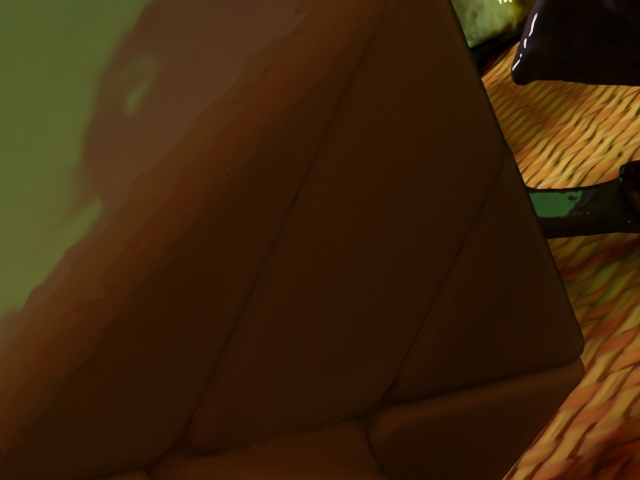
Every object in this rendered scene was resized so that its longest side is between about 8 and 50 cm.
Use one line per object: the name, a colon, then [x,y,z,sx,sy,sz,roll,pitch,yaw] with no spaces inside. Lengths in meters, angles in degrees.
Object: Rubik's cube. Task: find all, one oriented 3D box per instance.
Rubik's cube: [-0.120,0.022,0.573,0.368,0.358,0.387,-49,-29,-10]

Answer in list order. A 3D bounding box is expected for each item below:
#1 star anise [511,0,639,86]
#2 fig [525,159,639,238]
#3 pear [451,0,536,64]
star anise: [0.216,-0.163,0.867,0.315,0.108,0.315,-34,4,3]
fig: [0.000,0.000,0.835,0.321,0.217,0.217,3,33,29]
pear: [0.057,-0.244,1.378,0.238,0.255,0.164,-35,8,-7]
